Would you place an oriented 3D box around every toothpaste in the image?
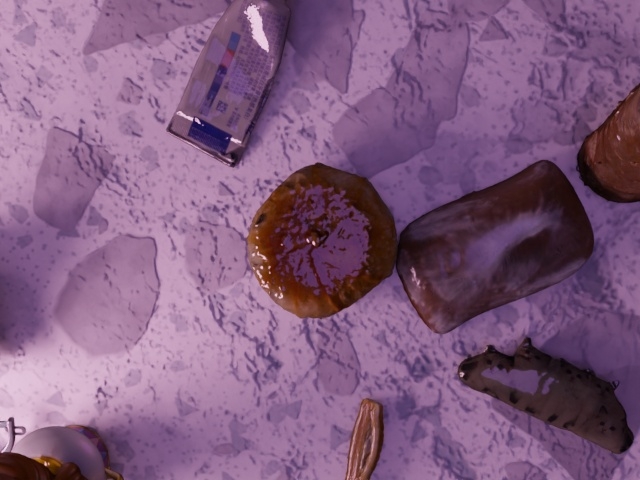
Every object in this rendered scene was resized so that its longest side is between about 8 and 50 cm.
[{"bbox_3d":[-0.101,-0.243,0.908,0.099,0.068,0.282,37,108,33],"label":"toothpaste"}]

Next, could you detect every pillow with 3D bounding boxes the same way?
[{"bbox_3d":[0.302,0.191,0.893,0.241,0.051,0.093,25,101,5],"label":"pillow"}]

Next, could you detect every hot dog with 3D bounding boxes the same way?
[{"bbox_3d":[0.062,0.282,0.935,0.044,0.028,0.137,12,92,31],"label":"hot dog"}]

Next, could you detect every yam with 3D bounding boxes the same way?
[{"bbox_3d":[0.387,-0.117,0.780,0.128,0.238,0.129,33,89,9],"label":"yam"}]

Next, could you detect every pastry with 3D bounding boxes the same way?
[{"bbox_3d":[0.000,0.000,0.891,0.192,0.093,0.182,-37,87,8],"label":"pastry"}]

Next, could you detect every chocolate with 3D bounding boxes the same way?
[{"bbox_3d":[0.221,0.012,0.876,0.254,0.080,0.157,-26,91,7],"label":"chocolate"}]

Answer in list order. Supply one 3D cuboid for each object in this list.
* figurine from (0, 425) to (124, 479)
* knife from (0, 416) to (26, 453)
[{"bbox_3d":[-0.359,0.320,0.861,0.189,0.263,0.142,-5,92,4],"label":"figurine"},{"bbox_3d":[-0.474,0.385,0.983,0.123,0.053,0.278,-1,97,-2],"label":"knife"}]
